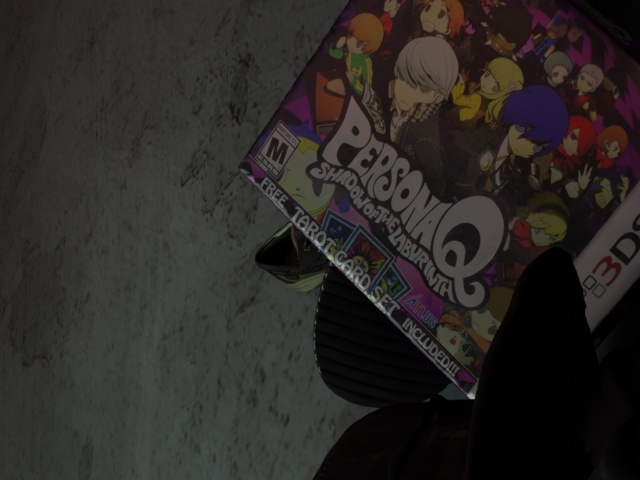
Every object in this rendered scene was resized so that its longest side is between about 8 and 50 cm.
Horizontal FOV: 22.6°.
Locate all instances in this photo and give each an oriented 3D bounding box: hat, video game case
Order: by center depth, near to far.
[{"bbox_3d":[0.057,0.170,0.724,0.134,0.331,0.331,-3,71,19],"label":"hat"},{"bbox_3d":[0.089,-0.045,0.889,0.232,0.042,0.210,45,117,19],"label":"video game case"}]

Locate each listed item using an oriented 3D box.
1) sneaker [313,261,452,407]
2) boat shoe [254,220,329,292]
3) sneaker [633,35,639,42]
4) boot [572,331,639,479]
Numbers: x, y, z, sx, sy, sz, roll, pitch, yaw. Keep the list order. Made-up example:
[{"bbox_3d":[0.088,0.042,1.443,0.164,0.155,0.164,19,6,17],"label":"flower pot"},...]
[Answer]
[{"bbox_3d":[0.080,-0.055,1.022,0.146,0.123,0.330,-101,29,-73],"label":"sneaker"},{"bbox_3d":[0.000,0.000,1.203,0.152,0.049,0.056,-39,45,52],"label":"boat shoe"},{"bbox_3d":[0.178,-0.080,0.893,0.118,0.042,0.067,-6,98,42],"label":"sneaker"},{"bbox_3d":[0.261,-0.074,0.562,0.445,0.146,0.367,-61,-7,9],"label":"boot"}]
